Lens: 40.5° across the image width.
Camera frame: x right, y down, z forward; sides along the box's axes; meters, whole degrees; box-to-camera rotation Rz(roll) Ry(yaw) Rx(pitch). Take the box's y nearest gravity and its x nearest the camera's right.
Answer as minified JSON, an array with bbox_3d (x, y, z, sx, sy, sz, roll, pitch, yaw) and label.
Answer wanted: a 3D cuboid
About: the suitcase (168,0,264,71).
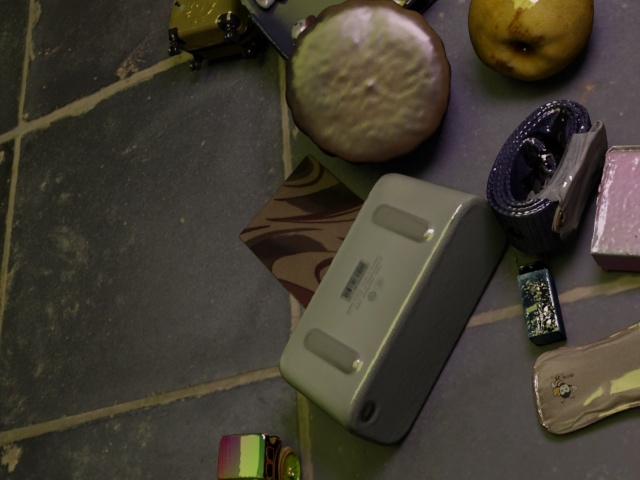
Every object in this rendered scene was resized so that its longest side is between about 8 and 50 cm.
[{"bbox_3d":[-0.210,-0.491,1.859,0.193,0.143,0.235,-5,68,32],"label":"suitcase"}]

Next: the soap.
[{"bbox_3d":[0.530,-0.044,1.226,0.259,0.081,0.181,2,70,32],"label":"soap"}]

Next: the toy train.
[{"bbox_3d":[-0.101,0.452,1.371,0.100,0.160,0.296,-10,65,22],"label":"toy train"}]

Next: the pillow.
[{"bbox_3d":[0.411,0.189,1.229,0.232,0.038,0.131,-22,56,26],"label":"pillow"}]

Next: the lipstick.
[{"bbox_3d":[0.326,0.007,1.355,0.051,0.051,0.312,-18,60,25],"label":"lipstick"}]

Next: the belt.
[{"bbox_3d":[0.346,-0.091,1.310,0.139,0.126,0.231,12,60,37],"label":"belt"}]

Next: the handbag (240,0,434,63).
[{"bbox_3d":[0.022,-0.488,1.664,0.329,0.122,0.303,-41,76,8],"label":"handbag"}]

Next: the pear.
[{"bbox_3d":[0.342,-0.373,1.418,0.208,0.209,0.209,-13,63,28],"label":"pear"}]

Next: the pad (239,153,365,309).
[{"bbox_3d":[0.000,0.000,1.597,0.220,0.004,0.330,-50,52,5],"label":"pad"}]

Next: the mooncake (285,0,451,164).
[{"bbox_3d":[0.084,-0.269,1.506,0.290,0.161,0.291,0,91,9],"label":"mooncake"}]

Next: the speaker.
[{"bbox_3d":[0.112,0.098,1.375,0.184,0.183,0.406,25,85,42],"label":"speaker"}]
